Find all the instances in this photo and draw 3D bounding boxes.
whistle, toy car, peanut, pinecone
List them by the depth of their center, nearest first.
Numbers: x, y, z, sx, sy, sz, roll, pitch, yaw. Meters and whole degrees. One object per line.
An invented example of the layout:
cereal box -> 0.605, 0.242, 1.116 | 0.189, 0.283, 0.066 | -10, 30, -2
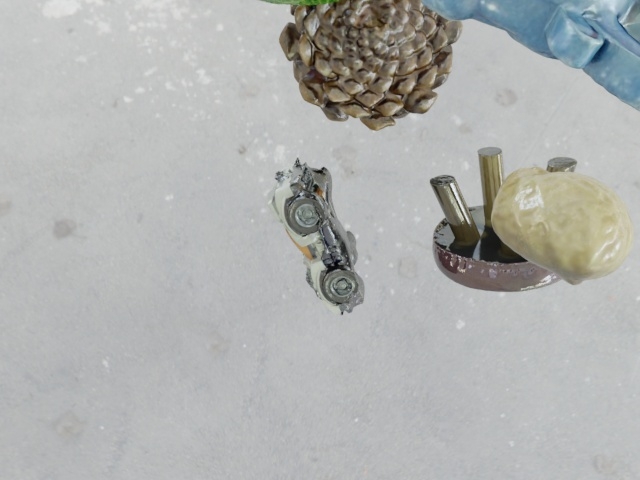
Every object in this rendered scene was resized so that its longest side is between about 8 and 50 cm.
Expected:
whistle -> 0.183, -0.162, 0.393 | 0.269, 0.093, 0.180 | 21, 45, -7
peanut -> 0.265, -0.023, 0.644 | 0.140, 0.109, 0.159 | 4, 29, -46
toy car -> -0.001, 0.002, 1.096 | 0.118, 0.301, 0.193 | -19, 22, 9
pinecone -> 0.096, -0.412, 1.212 | 0.384, 0.384, 0.385 | 2, 62, -3

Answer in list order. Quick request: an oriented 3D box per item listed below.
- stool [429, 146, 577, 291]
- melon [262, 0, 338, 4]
stool -> 0.337, -0.046, 1.071 | 0.272, 0.179, 0.272 | -9, 27, 5
melon -> -0.015, -0.513, 0.864 | 0.343, 0.331, 0.226 | 18, 40, 0
